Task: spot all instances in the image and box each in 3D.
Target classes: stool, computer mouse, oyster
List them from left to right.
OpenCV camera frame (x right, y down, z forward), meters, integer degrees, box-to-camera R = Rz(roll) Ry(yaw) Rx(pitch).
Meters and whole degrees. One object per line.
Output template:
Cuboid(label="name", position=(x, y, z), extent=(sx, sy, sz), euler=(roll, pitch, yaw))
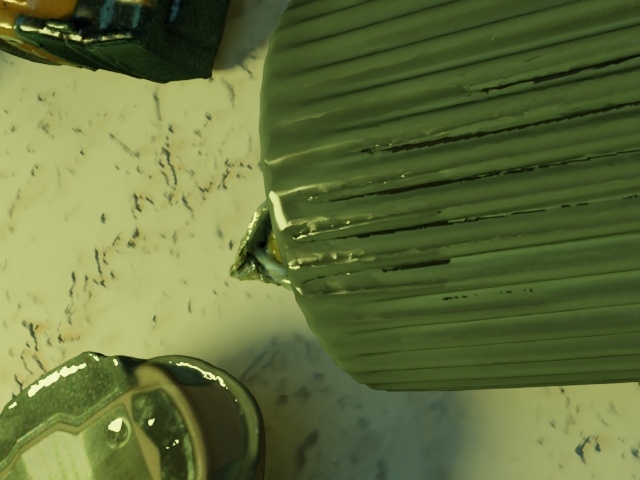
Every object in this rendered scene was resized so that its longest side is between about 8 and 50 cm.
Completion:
Cuboid(label="computer mouse", position=(-0.164, 0.216, 1.216), extent=(0.389, 0.115, 0.199), euler=(-38, 55, 27))
Cuboid(label="oyster", position=(0.000, 0.001, 1.216), extent=(0.100, 0.037, 0.098), euler=(23, 113, 3))
Cuboid(label="stool", position=(0.164, -0.058, 1.017), extent=(0.330, 0.297, 0.297), euler=(-9, 81, 26))

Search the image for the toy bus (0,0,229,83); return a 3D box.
Cuboid(label="toy bus", position=(-0.129, -0.249, 1.234), extent=(0.167, 0.138, 0.275), euler=(14, 88, 21))
